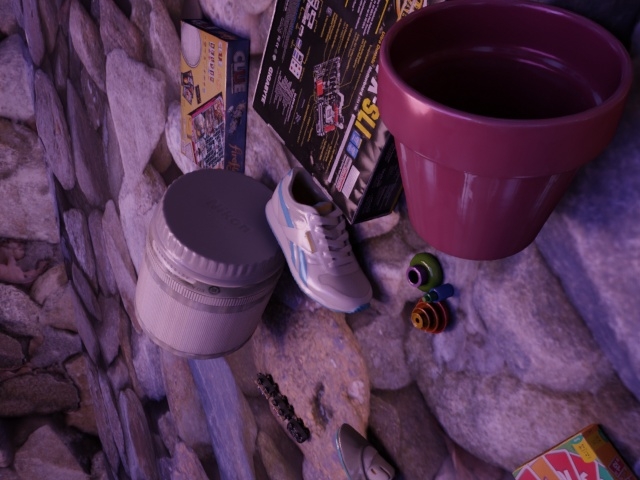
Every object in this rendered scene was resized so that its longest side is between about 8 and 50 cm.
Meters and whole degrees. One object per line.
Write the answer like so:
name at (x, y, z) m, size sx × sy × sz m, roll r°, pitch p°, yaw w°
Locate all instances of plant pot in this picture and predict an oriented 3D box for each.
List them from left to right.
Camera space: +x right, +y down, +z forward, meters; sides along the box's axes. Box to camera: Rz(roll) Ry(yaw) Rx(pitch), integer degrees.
plant pot at (0.149, -0.088, 0.572) m, size 0.201 × 0.201 × 0.180 m, roll 44°, pitch 151°, yaw 37°

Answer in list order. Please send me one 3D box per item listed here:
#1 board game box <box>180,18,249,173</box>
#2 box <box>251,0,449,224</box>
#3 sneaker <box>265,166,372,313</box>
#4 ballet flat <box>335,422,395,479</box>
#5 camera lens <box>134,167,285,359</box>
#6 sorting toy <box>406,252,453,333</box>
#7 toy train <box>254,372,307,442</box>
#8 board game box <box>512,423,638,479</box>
board game box at (-0.186, -0.238, 1.104) m, size 0.165 × 0.042 × 0.243 m, roll 37°, pitch 131°, yaw 42°
box at (0.039, -0.222, 0.761) m, size 0.257 × 0.079 × 0.322 m, roll 50°, pitch 139°, yaw 29°
sneaker at (0.000, 0.000, 0.895) m, size 0.228 × 0.087 × 0.092 m, roll 55°, pitch 139°, yaw 23°
ballet flat at (0.089, 0.367, 0.944) m, size 0.068 × 0.072 × 0.213 m, roll -22°, pitch 84°, yaw 28°
camera lens at (-0.181, 0.047, 1.051) m, size 0.219 × 0.219 × 0.274 m, roll 55°, pitch 142°, yaw 26°
sorting toy at (0.126, 0.067, 0.780) m, size 0.061 × 0.042 × 0.102 m, roll -16°, pitch 89°, yaw 56°
toy train at (-0.073, 0.305, 1.172) m, size 0.158 × 0.027 × 0.036 m, roll 48°, pitch 149°, yaw 33°
board game box at (0.309, 0.321, 0.630) m, size 0.259 × 0.039 × 0.124 m, roll 55°, pitch 142°, yaw 22°
